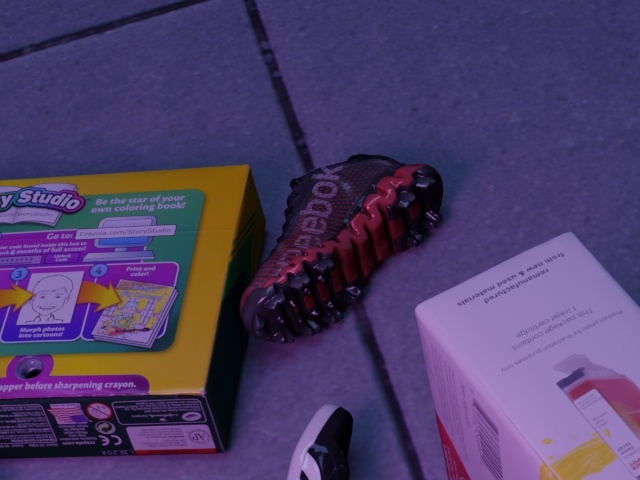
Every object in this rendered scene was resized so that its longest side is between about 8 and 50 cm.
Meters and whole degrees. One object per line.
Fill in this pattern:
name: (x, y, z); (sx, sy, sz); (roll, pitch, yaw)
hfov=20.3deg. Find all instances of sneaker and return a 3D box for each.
sneaker: (0.000, 0.000, 1.855); (0.135, 0.098, 0.276); (28, 56, 33)
sneaker: (0.024, 0.256, 1.622); (0.121, 0.079, 0.217); (11, 58, 18)

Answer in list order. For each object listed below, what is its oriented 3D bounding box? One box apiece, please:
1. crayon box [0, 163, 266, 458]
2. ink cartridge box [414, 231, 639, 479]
crayon box: (-0.258, 0.072, 1.841); (0.363, 0.106, 0.313); (-3, 45, 12)
ink cartridge box: (0.250, 0.226, 1.450); (0.160, 0.279, 0.385); (-25, 47, -12)
